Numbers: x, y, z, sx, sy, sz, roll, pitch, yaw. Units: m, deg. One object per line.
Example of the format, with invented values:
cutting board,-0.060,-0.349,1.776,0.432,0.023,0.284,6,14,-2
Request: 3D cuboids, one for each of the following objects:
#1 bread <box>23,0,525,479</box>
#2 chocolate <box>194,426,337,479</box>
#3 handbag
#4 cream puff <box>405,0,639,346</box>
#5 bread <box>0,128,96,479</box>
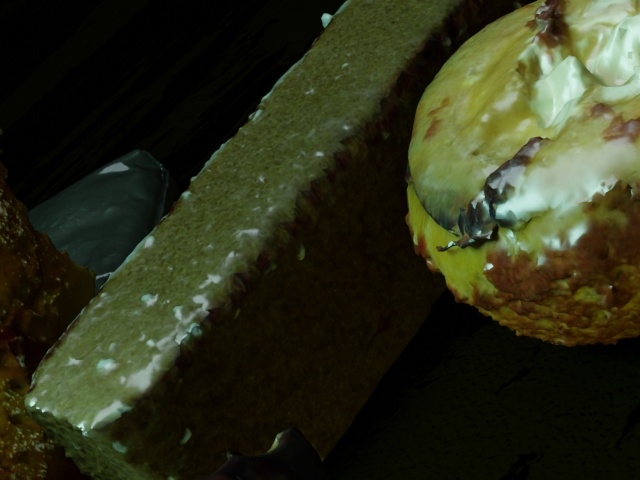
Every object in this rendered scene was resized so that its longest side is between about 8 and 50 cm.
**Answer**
bread,0.000,0.000,0.920,0.113,0.165,0.416,10,52,44
chocolate,-0.041,0.174,0.622,0.206,0.177,0.224,-12,26,26
handbag,-0.243,0.040,1.297,0.246,0.080,0.223,-29,27,22
cream puff,0.156,-0.044,0.797,0.240,0.164,0.240,-18,39,15
bread,-0.205,0.093,0.899,0.109,0.185,0.381,-33,53,36
